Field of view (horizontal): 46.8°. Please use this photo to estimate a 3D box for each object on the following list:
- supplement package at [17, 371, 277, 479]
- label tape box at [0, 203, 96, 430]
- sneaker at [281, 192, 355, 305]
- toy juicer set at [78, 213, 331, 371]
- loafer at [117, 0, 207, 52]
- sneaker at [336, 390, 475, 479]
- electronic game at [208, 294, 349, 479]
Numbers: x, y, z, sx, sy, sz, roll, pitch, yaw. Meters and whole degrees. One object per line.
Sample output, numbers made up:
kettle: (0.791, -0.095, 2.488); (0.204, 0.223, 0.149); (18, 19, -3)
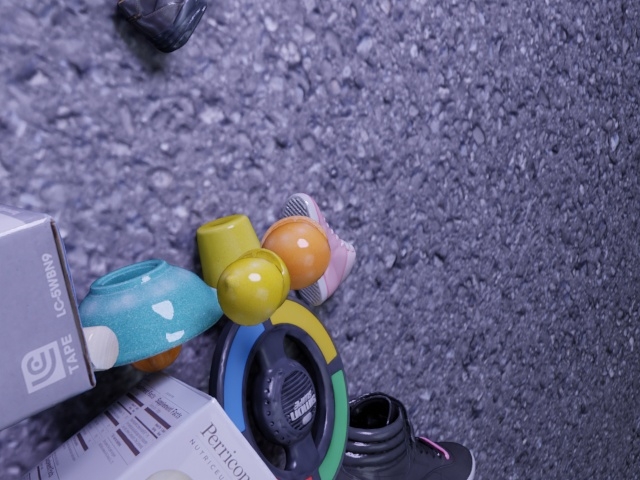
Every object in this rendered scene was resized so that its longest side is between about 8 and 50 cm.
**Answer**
supplement package: (-0.146, 0.261, 0.537); (0.262, 0.198, 0.199); (-40, 102, -21)
label tape box: (-0.323, 0.067, 0.357); (0.333, 0.240, 0.106); (-24, 115, -42)
sneaker: (0.000, 0.000, 0.826); (0.070, 0.051, 0.134); (-33, 123, -40)
toy juicer set: (-0.123, 0.067, 0.593); (0.329, 0.209, 0.089); (-27, 108, -41)
loafer: (-0.118, -0.252, 0.648); (0.061, 0.062, 0.170); (32, 73, -40)
sneaker: (0.112, 0.265, 0.950); (0.296, 0.104, 0.147); (-1, 103, -42)
electronic game: (-0.036, 0.169, 0.775); (0.229, 0.048, 0.229); (27, 57, -51)
